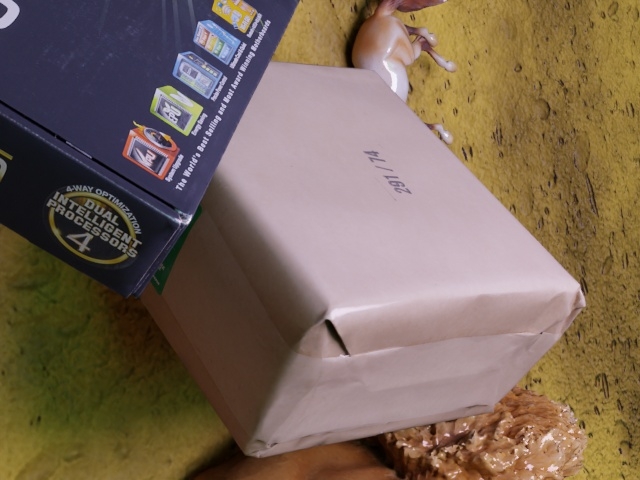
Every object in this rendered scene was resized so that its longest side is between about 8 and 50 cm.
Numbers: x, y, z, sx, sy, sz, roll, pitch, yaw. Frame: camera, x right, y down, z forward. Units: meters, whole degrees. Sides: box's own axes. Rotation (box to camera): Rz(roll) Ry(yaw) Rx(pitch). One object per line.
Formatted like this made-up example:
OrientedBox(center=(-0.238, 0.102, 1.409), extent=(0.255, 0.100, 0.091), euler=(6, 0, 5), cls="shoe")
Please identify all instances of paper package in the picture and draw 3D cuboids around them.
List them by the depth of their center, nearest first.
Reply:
OrientedBox(center=(0.000, 0.000, 0.945), extent=(0.309, 0.325, 0.168), euler=(-2, 133, -43), cls="paper package")

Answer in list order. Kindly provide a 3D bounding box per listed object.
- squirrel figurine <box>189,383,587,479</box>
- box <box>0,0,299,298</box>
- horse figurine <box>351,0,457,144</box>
OrientedBox(center=(0.092, 0.265, 0.995), extent=(0.281, 0.370, 0.397), euler=(49, 57, -29), cls="squirrel figurine")
OrientedBox(center=(-0.184, -0.185, 0.784), extent=(0.318, 0.097, 0.395), euler=(31, 41, -9), cls="box")
OrientedBox(center=(0.087, -0.171, 1.225), extent=(0.174, 0.066, 0.263), euler=(9, 83, -48), cls="horse figurine")
